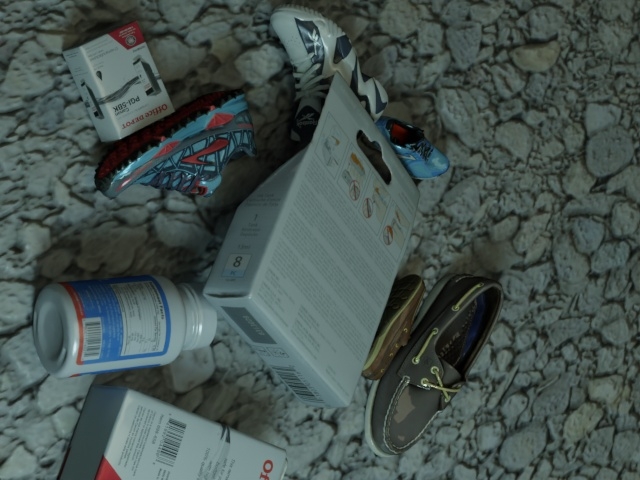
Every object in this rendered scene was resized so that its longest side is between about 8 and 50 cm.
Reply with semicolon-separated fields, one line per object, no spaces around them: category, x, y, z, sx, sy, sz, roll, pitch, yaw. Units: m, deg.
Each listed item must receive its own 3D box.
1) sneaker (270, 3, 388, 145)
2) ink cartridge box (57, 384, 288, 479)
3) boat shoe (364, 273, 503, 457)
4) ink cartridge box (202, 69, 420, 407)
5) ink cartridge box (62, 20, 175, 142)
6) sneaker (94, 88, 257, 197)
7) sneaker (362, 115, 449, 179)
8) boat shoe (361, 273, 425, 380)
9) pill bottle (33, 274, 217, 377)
sneaker;-0.011;-0.219;2.052;0.235;0.094;0.153;50;54;-35
ink cartridge box;-0.202;0.331;1.900;0.273;0.114;0.197;27;74;-31
boat shoe;0.178;0.191;2.179;0.116;0.096;0.324;44;66;-27
ink cartridge box;0.000;0.000;2.024;0.308;0.091;0.385;51;49;-44
ink cartridge box;-0.268;-0.212;1.894;0.099;0.056;0.135;-32;107;-32
sneaker;-0.183;-0.107;1.926;0.262;0.104;0.125;-32;110;-31
sneaker;0.140;-0.141;2.170;0.162;0.073;0.063;26;75;-32
boat shoe;0.107;0.133;2.155;0.060;0.064;0.178;43;73;-32
pill bottle;-0.253;0.109;1.862;0.221;0.124;0.124;-4;92;-36
